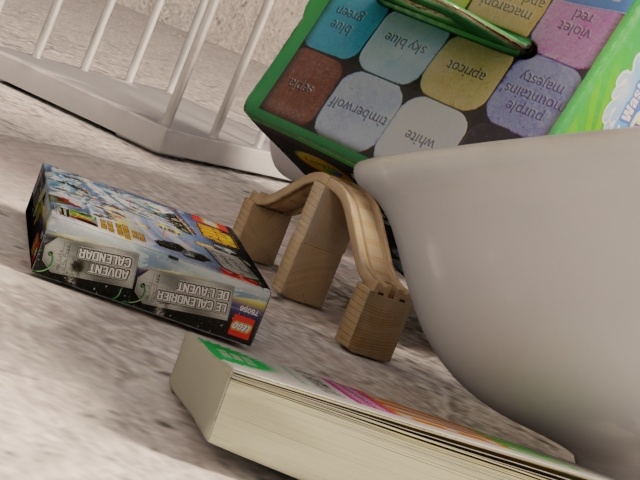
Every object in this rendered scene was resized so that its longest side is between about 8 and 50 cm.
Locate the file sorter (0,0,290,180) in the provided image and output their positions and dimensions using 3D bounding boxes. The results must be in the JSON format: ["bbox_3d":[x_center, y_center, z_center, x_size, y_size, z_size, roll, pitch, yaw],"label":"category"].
[{"bbox_3d":[-0.092,-0.161,1.485,0.193,0.173,0.277,26,7,27],"label":"file sorter"}]

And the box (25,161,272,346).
[{"bbox_3d":[-0.076,0.004,0.828,0.094,0.027,0.137,19,7,-12],"label":"box"}]

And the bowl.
[{"bbox_3d":[0.164,0.026,0.731,0.298,0.134,0.298,-3,-1,0],"label":"bowl"}]

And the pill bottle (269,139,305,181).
[{"bbox_3d":[0.108,-0.041,1.253,0.272,0.152,0.152,25,7,26],"label":"pill bottle"}]

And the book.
[{"bbox_3d":[0.026,0.069,0.635,0.144,0.035,0.096,20,1,-13],"label":"book"}]

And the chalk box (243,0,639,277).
[{"bbox_3d":[0.100,-0.073,1.004,0.180,0.179,0.289,27,-11,37],"label":"chalk box"}]

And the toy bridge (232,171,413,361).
[{"bbox_3d":[0.000,0.000,0.951,0.026,0.063,0.188,19,8,-24],"label":"toy bridge"}]
